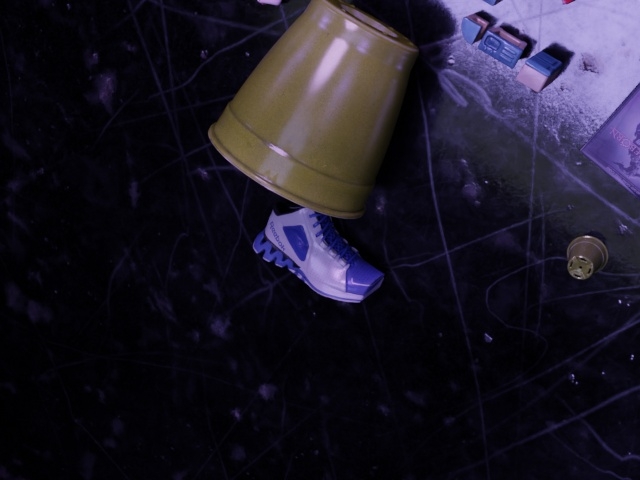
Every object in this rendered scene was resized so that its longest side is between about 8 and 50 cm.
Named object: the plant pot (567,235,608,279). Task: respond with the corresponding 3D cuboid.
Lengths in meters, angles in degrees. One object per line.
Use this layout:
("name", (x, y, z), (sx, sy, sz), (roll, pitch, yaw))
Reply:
("plant pot", (0.532, 0.041, 1.866), (0.083, 0.079, 0.083), (9, 112, 24))

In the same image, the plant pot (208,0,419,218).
("plant pot", (0.015, -0.289, 1.869), (0.366, 0.366, 0.353), (34, 109, 11))

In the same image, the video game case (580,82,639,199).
("video game case", (0.637, -0.195, 1.711), (0.196, 0.026, 0.274), (41, 137, 7))

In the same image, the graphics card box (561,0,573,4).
("graphics card box", (0.551, -0.599, 1.600), (0.371, 0.094, 0.233), (-24, 97, 33))

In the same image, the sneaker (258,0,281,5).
("sneaker", (-0.136, -0.550, 1.991), (0.134, 0.051, 0.070), (27, 114, 10))

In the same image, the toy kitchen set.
("toy kitchen set", (0.378, -0.410, 1.743), (0.207, 0.122, 0.166), (33, 121, 12))

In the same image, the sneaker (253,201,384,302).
("sneaker", (-0.001, -0.001, 2.093), (0.315, 0.127, 0.182), (27, 121, 17))
